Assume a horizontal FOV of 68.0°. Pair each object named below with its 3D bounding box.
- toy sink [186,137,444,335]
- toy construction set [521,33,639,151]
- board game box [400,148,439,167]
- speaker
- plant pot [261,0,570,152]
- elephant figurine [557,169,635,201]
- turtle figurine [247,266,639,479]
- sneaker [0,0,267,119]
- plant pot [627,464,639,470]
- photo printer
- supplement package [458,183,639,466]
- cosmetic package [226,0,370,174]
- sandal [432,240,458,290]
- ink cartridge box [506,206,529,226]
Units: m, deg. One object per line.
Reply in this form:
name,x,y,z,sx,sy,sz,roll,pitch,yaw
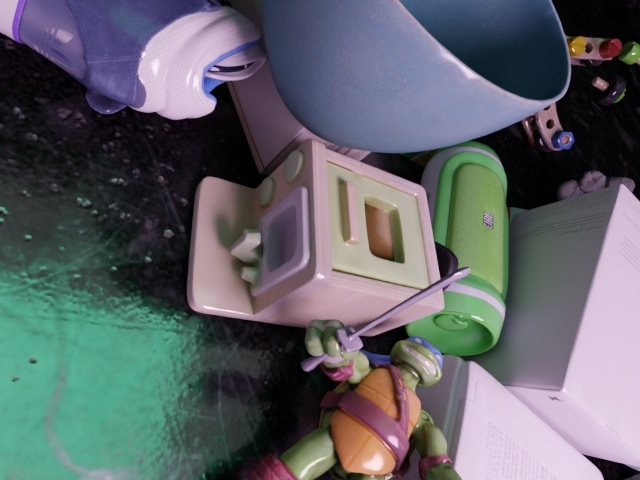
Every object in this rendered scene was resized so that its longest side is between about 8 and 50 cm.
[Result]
toy sink,0.000,0.000,0.497,0.234,0.131,0.152,16,58,-31
toy construction set,0.452,-0.362,1.009,0.237,0.257,0.309,23,33,-13
board game box,0.134,-0.292,0.801,0.242,0.064,0.316,22,55,-28
speaker,0.189,0.000,0.650,0.131,0.131,0.296,33,51,-20
plant pot,0.060,-0.199,0.453,0.290,0.195,0.290,16,60,-30
elephant figurine,0.592,-0.037,0.979,0.239,0.169,0.186,24,82,-46
turtle figurine,0.041,0.167,0.365,0.266,0.275,0.198,-45,115,-23
sneaker,-0.162,-0.270,0.509,0.236,0.130,0.322,25,56,-23
plant pot,0.577,0.233,0.660,0.334,0.341,0.341,41,48,-20
photo printer,0.203,0.312,0.508,0.307,0.107,0.256,40,49,-15
supplement package,0.335,0.106,0.631,0.177,0.175,0.293,39,64,-16
cosmetic package,-0.040,-0.248,0.611,0.160,0.113,0.309,-9,73,-40
sandal,0.111,0.009,0.582,0.040,0.067,0.179,16,18,-32
ink cartridge box,0.330,0.024,0.783,0.225,0.056,0.181,29,60,-26
